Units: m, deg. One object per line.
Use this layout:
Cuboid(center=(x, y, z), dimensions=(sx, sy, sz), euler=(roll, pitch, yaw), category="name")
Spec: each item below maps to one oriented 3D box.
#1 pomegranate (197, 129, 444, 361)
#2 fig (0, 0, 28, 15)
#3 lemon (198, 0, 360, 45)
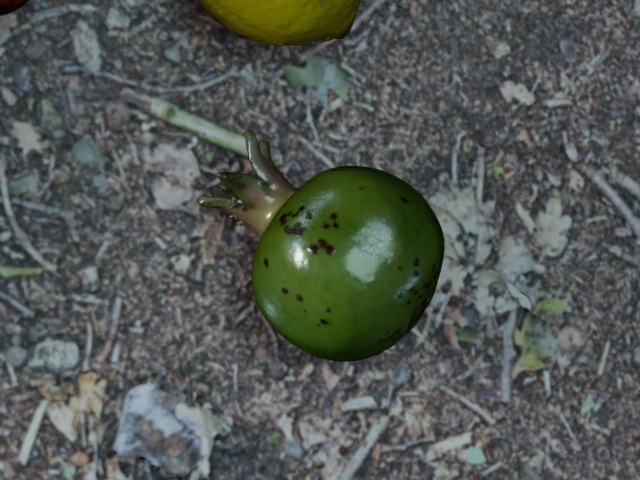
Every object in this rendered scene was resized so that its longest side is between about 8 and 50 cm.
Cuboid(center=(0.000, 0.000, 1.636), dimensions=(0.224, 0.181, 0.181), euler=(41, 69, 11), category="pomegranate")
Cuboid(center=(-0.299, -0.251, 1.572), dimensions=(0.150, 0.128, 0.128), euler=(-15, 89, 5), category="fig")
Cuboid(center=(-0.041, -0.269, 1.645), dimensions=(0.181, 0.180, 0.193), euler=(-30, 73, -23), category="lemon")
